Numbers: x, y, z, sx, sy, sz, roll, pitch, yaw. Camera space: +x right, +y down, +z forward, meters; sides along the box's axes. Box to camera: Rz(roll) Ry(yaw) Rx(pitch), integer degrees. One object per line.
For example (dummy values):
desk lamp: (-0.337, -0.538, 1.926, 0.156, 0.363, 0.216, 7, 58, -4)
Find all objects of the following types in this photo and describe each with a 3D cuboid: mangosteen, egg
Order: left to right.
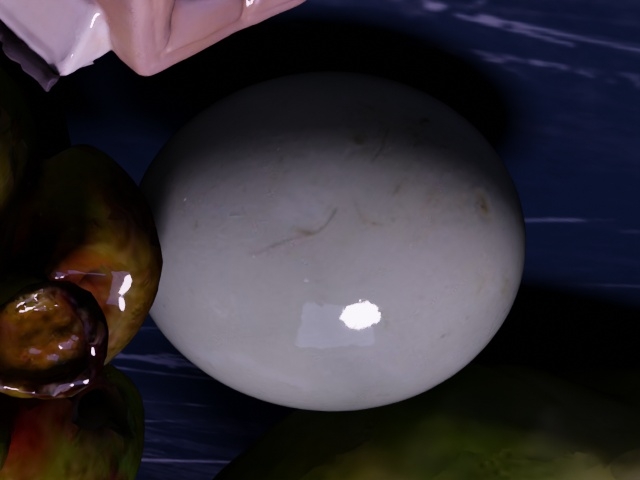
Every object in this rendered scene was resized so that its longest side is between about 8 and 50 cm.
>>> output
mangosteen: (-0.220, 0.004, 0.832, 0.311, 0.311, 0.311, 13, 155, 6)
egg: (0.000, 0.000, 0.864, 0.192, 0.149, 0.149, 5, 154, 42)

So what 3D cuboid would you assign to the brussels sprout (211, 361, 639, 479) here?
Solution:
brussels sprout: (0.086, 0.242, 1.078, 0.361, 0.342, 0.425, 15, 145, -16)

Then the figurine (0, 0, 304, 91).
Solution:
figurine: (-0.048, -0.157, 0.603, 0.162, 0.141, 0.236, 44, 152, 20)
